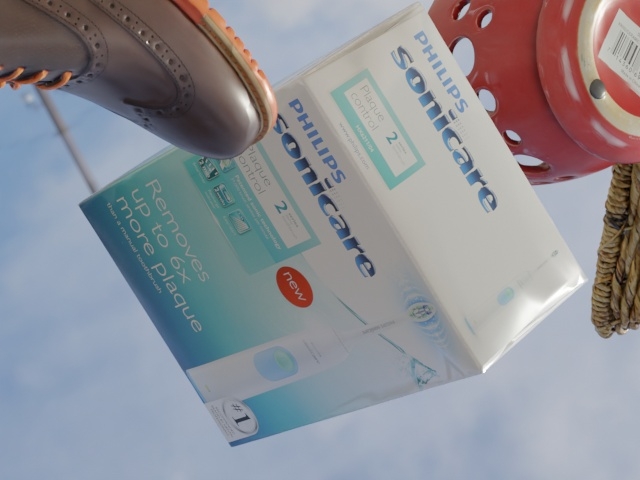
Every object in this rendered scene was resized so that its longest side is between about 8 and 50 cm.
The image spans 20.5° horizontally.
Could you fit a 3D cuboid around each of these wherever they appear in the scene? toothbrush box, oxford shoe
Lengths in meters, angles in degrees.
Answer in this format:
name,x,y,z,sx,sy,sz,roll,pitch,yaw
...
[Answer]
name,x,y,z,sx,sy,sz,roll,pitch,yaw
toothbrush box,0.000,0.000,1.203,0.126,0.216,0.295,-37,-171,-38
oxford shoe,-0.141,-0.095,0.797,0.097,0.271,0.098,-27,-140,52

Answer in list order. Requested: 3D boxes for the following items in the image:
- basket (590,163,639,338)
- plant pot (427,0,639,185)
name,x,y,z,sx,sy,sz,roll,pitch,yaw
basket,0.346,-0.077,1.634,0.223,0.213,0.299,-17,-163,35
plant pot,0.200,-0.143,1.411,0.191,0.191,0.174,-42,-161,-29
